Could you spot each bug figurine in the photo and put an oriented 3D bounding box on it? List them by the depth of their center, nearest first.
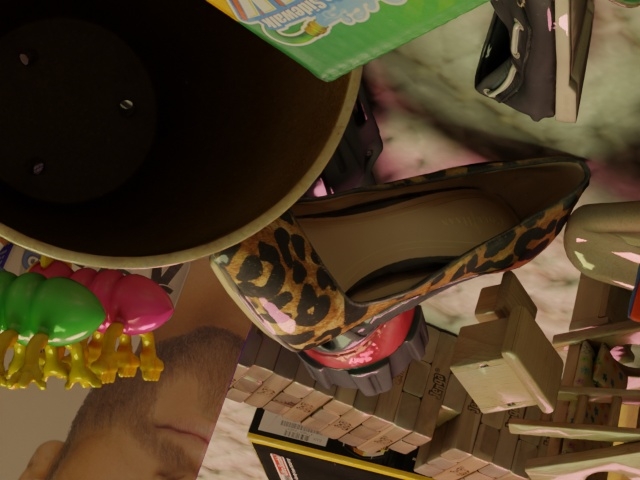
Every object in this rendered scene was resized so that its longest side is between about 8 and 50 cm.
[{"bbox_3d":[-0.194,0.029,0.861,0.216,0.072,0.279,8,179,13],"label":"bug figurine"}]

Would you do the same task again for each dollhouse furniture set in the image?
[{"bbox_3d":[0.175,0.049,1.004,0.101,0.182,0.161,-14,129,33],"label":"dollhouse furniture set"}]

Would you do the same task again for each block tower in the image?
[{"bbox_3d":[0.084,0.129,1.303,0.335,0.097,0.091,22,155,-10],"label":"block tower"}]

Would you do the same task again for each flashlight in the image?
[{"bbox_3d":[0.000,0.000,1.090,0.103,0.103,0.304,12,155,21],"label":"flashlight"}]

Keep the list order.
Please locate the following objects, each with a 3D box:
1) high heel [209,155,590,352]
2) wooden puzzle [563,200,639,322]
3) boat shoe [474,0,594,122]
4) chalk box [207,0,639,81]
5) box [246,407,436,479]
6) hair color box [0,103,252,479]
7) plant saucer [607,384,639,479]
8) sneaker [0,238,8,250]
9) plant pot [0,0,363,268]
[{"bbox_3d":[0.049,-0.015,0.929,0.186,0.093,0.261,-32,163,15],"label":"high heel"},{"bbox_3d":[0.319,0.048,0.854,0.322,0.080,0.348,16,173,-8],"label":"wooden puzzle"},{"bbox_3d":[0.099,-0.121,0.807,0.065,0.075,0.206,9,158,13],"label":"boat shoe"},{"bbox_3d":[0.015,-0.190,0.601,0.289,0.180,0.179,33,151,-25],"label":"chalk box"},{"bbox_3d":[0.086,0.245,1.553,0.257,0.079,0.322,10,154,14],"label":"box"},{"bbox_3d":[-0.164,0.087,1.097,0.185,0.339,0.110,32,153,-25],"label":"hair color box"},{"bbox_3d":[0.379,0.180,1.189,0.333,0.081,0.333,10,150,13],"label":"plant saucer"},{"bbox_3d":[-0.287,-0.080,1.096,0.290,0.123,0.106,45,174,29],"label":"sneaker"},{"bbox_3d":[-0.124,-0.094,0.886,0.237,0.237,0.254,25,169,-12],"label":"plant pot"}]
